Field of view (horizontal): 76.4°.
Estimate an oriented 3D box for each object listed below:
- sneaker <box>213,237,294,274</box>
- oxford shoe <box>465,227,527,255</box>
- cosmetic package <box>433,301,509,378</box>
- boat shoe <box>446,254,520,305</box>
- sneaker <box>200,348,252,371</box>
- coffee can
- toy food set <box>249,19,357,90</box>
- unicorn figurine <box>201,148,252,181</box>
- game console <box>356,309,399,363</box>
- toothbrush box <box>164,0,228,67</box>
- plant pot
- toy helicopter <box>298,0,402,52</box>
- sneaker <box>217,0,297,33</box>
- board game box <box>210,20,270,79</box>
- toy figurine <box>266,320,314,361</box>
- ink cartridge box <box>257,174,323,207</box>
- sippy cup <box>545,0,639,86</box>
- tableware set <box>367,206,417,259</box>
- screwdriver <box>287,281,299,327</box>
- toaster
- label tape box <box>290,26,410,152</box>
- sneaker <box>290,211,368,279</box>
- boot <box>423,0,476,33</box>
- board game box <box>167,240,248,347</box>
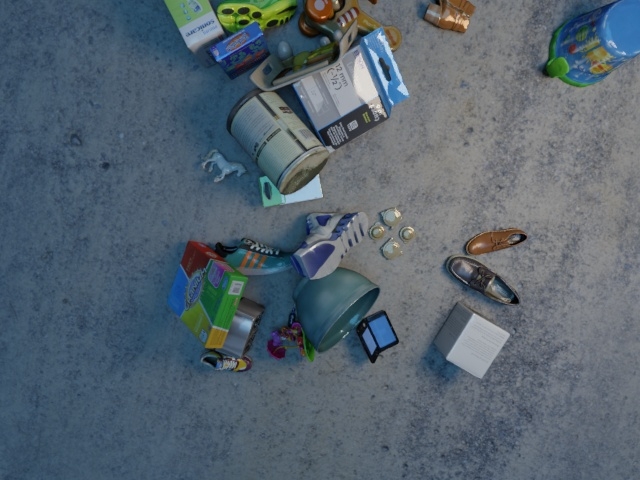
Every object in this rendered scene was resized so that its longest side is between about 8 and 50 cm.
[{"bbox_3d":[-0.226,0.050,1.407,0.301,0.108,0.121,-4,101,1],"label":"sneaker"},{"bbox_3d":[0.618,0.003,1.428,0.212,0.076,0.076,-18,98,3],"label":"oxford shoe"},{"bbox_3d":[0.524,0.345,1.428,0.151,0.151,0.184,29,97,-4],"label":"cosmetic package"},{"bbox_3d":[0.581,0.142,1.433,0.285,0.092,0.103,32,95,-4],"label":"boat shoe"},{"bbox_3d":[-0.341,0.443,1.464,0.185,0.084,0.070,12,97,-2],"label":"sneaker"},{"bbox_3d":[-0.135,-0.311,1.282,0.201,0.201,0.275,-41,79,4],"label":"coffee can"},{"bbox_3d":[-0.046,-0.568,1.222,0.305,0.220,0.093,-10,126,26],"label":"toy food set"},{"bbox_3d":[-0.331,-0.250,1.393,0.111,0.060,0.162,-42,96,5],"label":"unicorn figurine"},{"bbox_3d":[0.207,0.345,1.461,0.085,0.124,0.144,-22,97,29],"label":"game console"},{"bbox_3d":[-0.398,-0.721,1.263,0.122,0.206,0.284,-25,96,3],"label":"toothbrush box"},{"bbox_3d":[0.031,0.201,1.362,0.196,0.293,0.293,43,95,22],"label":"plant pot"},{"bbox_3d":[0.115,-0.740,1.326,0.354,0.140,0.235,24,87,-14],"label":"toy helicopter"},{"bbox_3d":[-0.209,-0.731,1.277,0.295,0.109,0.124,-33,78,-36],"label":"sneaker"},{"bbox_3d":[-0.244,-0.589,1.279,0.160,0.210,0.047,-29,97,4],"label":"board game box"},{"bbox_3d":[-0.118,0.357,1.442,0.159,0.130,0.173,-11,105,10],"label":"toy figurine"},{"bbox_3d":[-0.101,-0.183,1.403,0.208,0.062,0.109,-10,96,1],"label":"ink cartridge box"},{"bbox_3d":[0.894,-0.631,1.279,0.239,0.224,0.306,24,97,-3],"label":"sippy cup"},{"bbox_3d":[0.254,-0.024,1.448,0.141,0.020,0.169,-40,97,6],"label":"tableware set"},{"bbox_3d":[-0.092,0.234,1.474,0.025,0.024,0.170,17,95,27],"label":"screwdriver"},{"bbox_3d":[-0.279,0.298,1.397,0.110,0.185,0.168,20,96,6],"label":"toaster"},{"bbox_3d":[0.108,-0.481,1.309,0.347,0.115,0.249,-29,117,4],"label":"label tape box"},{"bbox_3d":[0.001,-0.001,1.355,0.315,0.182,0.128,-38,126,-34],"label":"sneaker"},{"bbox_3d":[0.442,-0.795,1.333,0.152,0.073,0.197,19,108,-2],"label":"boot"},{"bbox_3d":[-0.382,0.167,1.336,0.064,0.316,0.243,15,98,-45],"label":"board game box"}]
